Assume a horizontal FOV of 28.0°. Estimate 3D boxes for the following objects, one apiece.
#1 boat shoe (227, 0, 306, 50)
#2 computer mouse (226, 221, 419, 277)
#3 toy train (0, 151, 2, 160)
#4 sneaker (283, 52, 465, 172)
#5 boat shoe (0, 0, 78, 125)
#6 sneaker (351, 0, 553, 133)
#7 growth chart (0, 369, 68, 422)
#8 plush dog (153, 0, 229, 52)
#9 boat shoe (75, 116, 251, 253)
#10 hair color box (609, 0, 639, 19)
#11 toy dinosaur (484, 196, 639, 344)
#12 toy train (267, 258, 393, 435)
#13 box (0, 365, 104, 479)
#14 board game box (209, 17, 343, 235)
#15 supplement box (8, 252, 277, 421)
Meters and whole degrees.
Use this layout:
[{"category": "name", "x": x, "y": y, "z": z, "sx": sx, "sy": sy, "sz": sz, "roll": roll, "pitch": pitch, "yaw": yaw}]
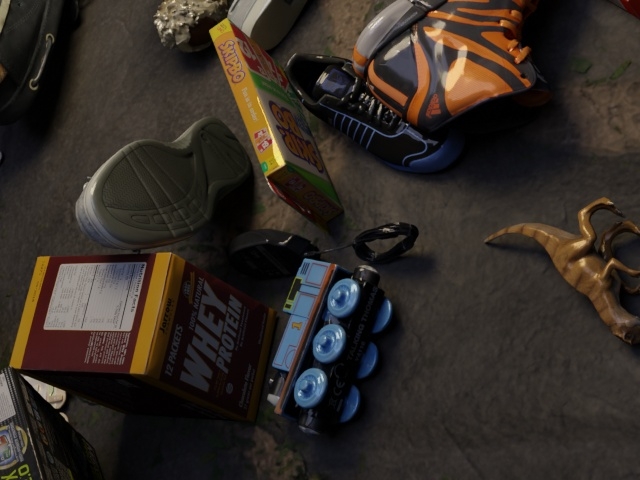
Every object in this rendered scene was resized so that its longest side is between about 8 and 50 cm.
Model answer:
[{"category": "boat shoe", "x": -0.038, "y": -0.343, "z": 1.576, "sx": 0.081, "sy": 0.079, "sz": 0.227, "roll": 40, "pitch": 96, "yaw": 36}, {"category": "computer mouse", "x": 0.000, "y": 0.000, "z": 1.392, "sx": 0.242, "sy": 0.071, "sz": 0.041, "roll": -7, "pitch": 53, "yaw": 30}, {"category": "toy train", "x": -0.483, "y": -0.181, "z": 1.825, "sx": 0.125, "sy": 0.046, "sz": 0.166, "roll": -5, "pitch": 65, "yaw": 33}, {"category": "sneaker", "x": 0.051, "y": -0.144, "z": 1.410, "sx": 0.232, "sy": 0.090, "sz": 0.081, "roll": 26, "pitch": 84, "yaw": 40}, {"category": "boat shoe", "x": -0.430, "y": -0.355, "z": 1.811, "sx": 0.186, "sy": 0.156, "sz": 0.500, "roll": -22, "pitch": 42, "yaw": 26}, {"category": "sneaker", "x": 0.204, "y": -0.228, "z": 1.344, "sx": 0.321, "sy": 0.124, "sz": 0.180, "roll": -43, "pitch": 68, "yaw": -1}, {"category": "growth chart", "x": -0.370, "y": 0.252, "z": 1.552, "sx": 0.172, "sy": 0.021, "sz": 0.237, "roll": -11, "pitch": 62, "yaw": 30}, {"category": "plush dog", "x": -0.192, "y": -0.405, "z": 1.616, "sx": 0.210, "sy": 0.225, "sz": 0.262, "roll": 38, "pitch": 92, "yaw": 40}, {"category": "boat shoe", "x": -0.180, "y": -0.052, "z": 1.419, "sx": 0.103, "sy": 0.320, "sz": 0.118, "roll": -34, "pitch": 97, "yaw": 26}, {"category": "hair color box", "x": 0.344, "y": -0.304, "z": 1.318, "sx": 0.141, "sy": 0.043, "sz": 0.072, "roll": -50, "pitch": 50, "yaw": 5}, {"category": "toy dinosaur", "x": 0.243, "y": 0.011, "z": 1.220, "sx": 0.112, "sy": 0.064, "sz": 0.211, "roll": -48, "pitch": 50, "yaw": 7}, {"category": "toy train", "x": 0.004, "y": 0.109, "z": 1.331, "sx": 0.105, "sy": 0.080, "sz": 0.184, "roll": 10, "pitch": 76, "yaw": 47}, {"category": "box", "x": -0.268, "y": 0.292, "z": 1.332, "sx": 0.060, "sy": 0.216, "sz": 0.270, "roll": -27, "pitch": 54, "yaw": -1}, {"category": "board game box", "x": -0.048, "y": -0.129, "z": 1.449, "sx": 0.039, "sy": 0.124, "sz": 0.259, "roll": -32, "pitch": 54, "yaw": 18}, {"category": "supplement box", "x": -0.187, "y": 0.107, "z": 1.385, "sx": 0.194, "sy": 0.191, "sz": 0.129, "roll": -2, "pitch": 68, "yaw": 34}]
